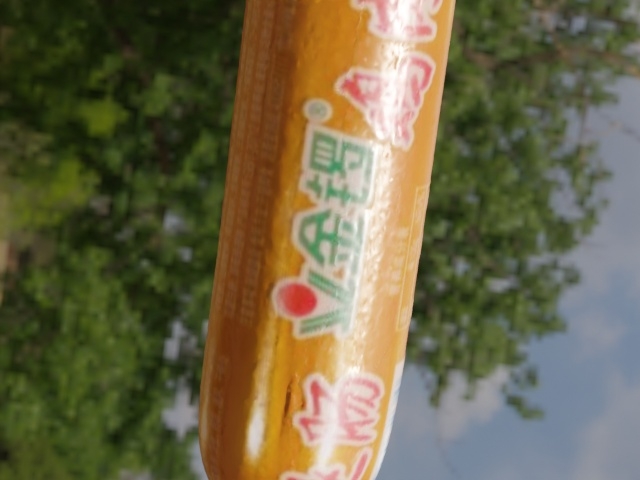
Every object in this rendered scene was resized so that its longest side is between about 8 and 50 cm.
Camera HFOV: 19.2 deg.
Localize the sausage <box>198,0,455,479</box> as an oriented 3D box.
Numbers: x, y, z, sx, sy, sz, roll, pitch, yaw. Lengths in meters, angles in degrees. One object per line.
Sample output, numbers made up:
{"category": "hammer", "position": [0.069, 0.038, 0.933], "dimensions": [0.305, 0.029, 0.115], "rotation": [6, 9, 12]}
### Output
{"category": "sausage", "position": [0.000, 0.000, 0.638], "dimensions": [0.071, 0.071, 0.234], "rotation": [-122, -142, -75]}
